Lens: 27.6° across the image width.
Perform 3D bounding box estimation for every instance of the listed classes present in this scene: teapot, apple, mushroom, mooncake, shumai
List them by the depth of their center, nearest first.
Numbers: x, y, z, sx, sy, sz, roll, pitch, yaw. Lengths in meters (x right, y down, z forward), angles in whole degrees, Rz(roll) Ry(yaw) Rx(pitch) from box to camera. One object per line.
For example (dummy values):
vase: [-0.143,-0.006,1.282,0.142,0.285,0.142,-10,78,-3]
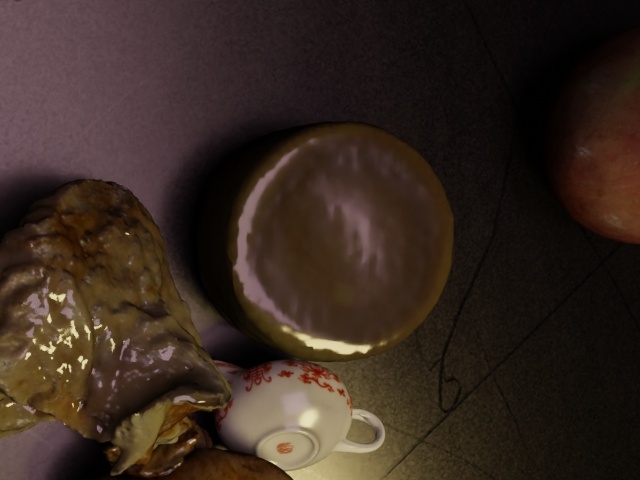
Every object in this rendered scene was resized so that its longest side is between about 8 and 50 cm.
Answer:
shumai: [-0.197,0.090,1.339,0.262,0.267,0.314,19,53,9]
mushroom: [-0.150,0.325,1.458,0.263,0.195,0.283,-26,94,16]
mooncake: [0.000,0.000,1.519,0.284,0.155,0.284,-2,96,-23]
teapot: [-0.032,0.211,1.537,0.245,0.116,0.159,20,114,-28]
apple: [0.433,-0.135,1.662,0.306,0.235,0.305,-3,97,-26]
